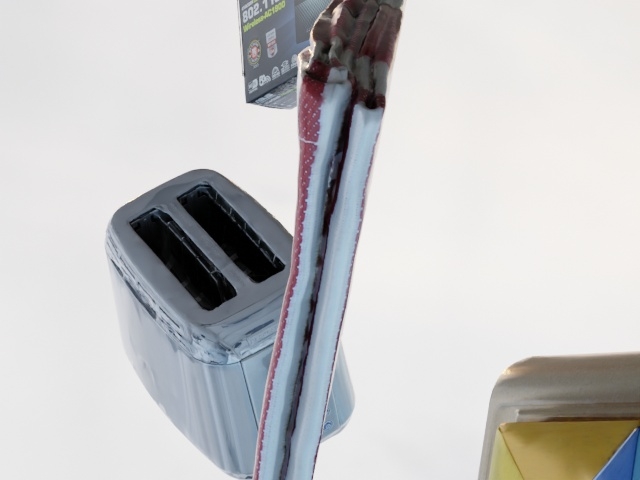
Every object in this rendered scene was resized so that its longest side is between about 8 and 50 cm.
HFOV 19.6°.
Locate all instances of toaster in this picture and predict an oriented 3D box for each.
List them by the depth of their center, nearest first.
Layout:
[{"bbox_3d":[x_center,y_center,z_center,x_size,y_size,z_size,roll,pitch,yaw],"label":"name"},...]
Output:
[{"bbox_3d":[-0.073,0.051,1.336,0.129,0.146,0.227,-27,-131,-19],"label":"toaster"}]

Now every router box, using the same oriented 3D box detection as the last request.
[{"bbox_3d":[-0.005,-0.145,1.169,0.038,0.092,0.122,6,162,-35],"label":"router box"}]

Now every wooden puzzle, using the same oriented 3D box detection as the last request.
[{"bbox_3d":[0.127,0.159,0.840,0.044,0.239,0.221,23,163,-29],"label":"wooden puzzle"}]

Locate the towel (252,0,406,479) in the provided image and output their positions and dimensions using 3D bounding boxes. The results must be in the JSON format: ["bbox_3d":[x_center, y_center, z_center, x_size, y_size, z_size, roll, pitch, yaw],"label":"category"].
[{"bbox_3d":[0.000,0.000,0.781,0.037,0.237,0.329,10,-160,1],"label":"towel"}]
